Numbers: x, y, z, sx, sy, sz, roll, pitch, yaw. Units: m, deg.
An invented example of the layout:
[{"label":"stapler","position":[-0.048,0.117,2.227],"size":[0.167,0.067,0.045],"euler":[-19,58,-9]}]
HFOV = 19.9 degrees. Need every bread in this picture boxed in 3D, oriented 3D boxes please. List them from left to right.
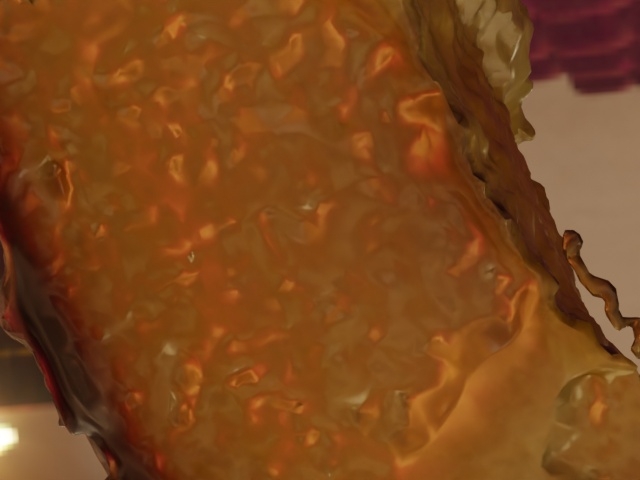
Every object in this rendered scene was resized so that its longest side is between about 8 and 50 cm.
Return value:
[{"label":"bread","position":[0.000,0.000,0.408],"size":[0.140,0.160,0.169],"euler":[-21,155,12]}]
